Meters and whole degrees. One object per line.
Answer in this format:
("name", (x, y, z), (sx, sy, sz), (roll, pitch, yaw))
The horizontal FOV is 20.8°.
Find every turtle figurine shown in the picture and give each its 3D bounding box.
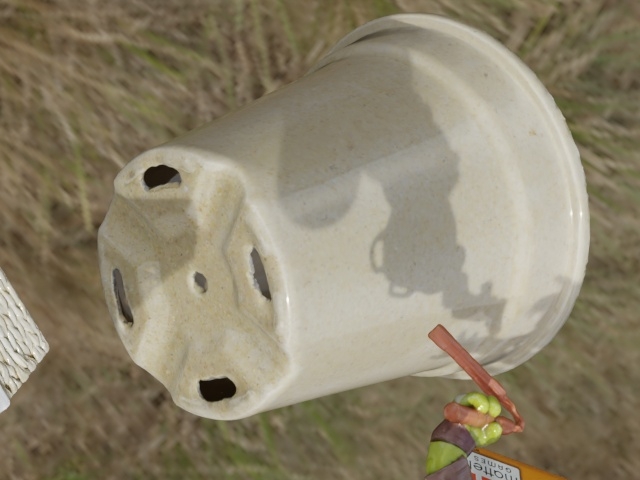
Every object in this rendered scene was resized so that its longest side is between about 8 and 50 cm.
("turtle figurine", (0.089, 0.178, 0.954), (0.087, 0.269, 0.217), (-18, 175, 7))

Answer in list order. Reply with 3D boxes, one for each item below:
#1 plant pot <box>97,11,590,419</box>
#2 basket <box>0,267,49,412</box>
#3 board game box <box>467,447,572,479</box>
("plant pot", (0.000, 0.000, 1.443), (0.305, 0.334, 0.334), (-20, 130, -44))
("basket", (-0.353, 0.079, 1.663), (0.103, 0.113, 0.167), (-50, 120, -46))
("board game box", (0.198, 0.460, 1.486), (0.356, 0.356, 0.356), (21, 125, -15))
